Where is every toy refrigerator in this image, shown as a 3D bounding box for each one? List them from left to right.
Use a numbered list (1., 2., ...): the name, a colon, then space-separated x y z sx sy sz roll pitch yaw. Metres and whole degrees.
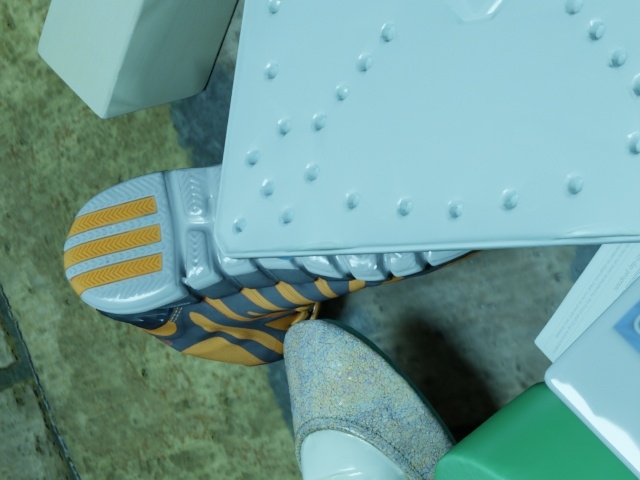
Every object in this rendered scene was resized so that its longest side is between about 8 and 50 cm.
1. toy refrigerator: -0.108 -0.224 1.381 0.094 0.102 0.269 44 132 25

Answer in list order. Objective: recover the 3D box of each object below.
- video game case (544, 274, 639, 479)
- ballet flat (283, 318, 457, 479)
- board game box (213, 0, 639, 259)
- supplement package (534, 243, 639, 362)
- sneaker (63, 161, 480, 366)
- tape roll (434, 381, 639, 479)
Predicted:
1. video game case: 0.324 0.055 0.950 0.329 0.036 0.300 -46 68 5
2. ballet flat: 0.060 0.197 1.299 0.107 0.106 0.316 -27 103 47
3. board game box: 0.109 -0.182 1.096 0.390 0.050 0.390 -3 76 46
4. supplement package: 0.265 0.082 1.083 0.244 0.139 0.134 48 132 23
5. sneaker: 0.000 0.000 1.350 0.321 0.180 0.125 -9 69 17
6. tape roll: 0.196 0.230 1.140 0.321 0.077 0.321 49 165 17
